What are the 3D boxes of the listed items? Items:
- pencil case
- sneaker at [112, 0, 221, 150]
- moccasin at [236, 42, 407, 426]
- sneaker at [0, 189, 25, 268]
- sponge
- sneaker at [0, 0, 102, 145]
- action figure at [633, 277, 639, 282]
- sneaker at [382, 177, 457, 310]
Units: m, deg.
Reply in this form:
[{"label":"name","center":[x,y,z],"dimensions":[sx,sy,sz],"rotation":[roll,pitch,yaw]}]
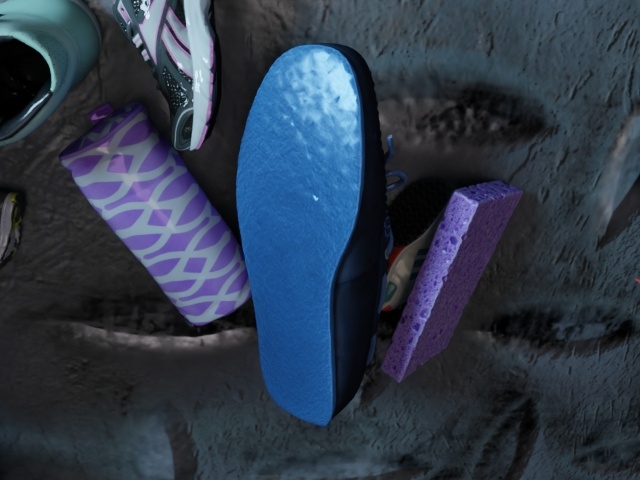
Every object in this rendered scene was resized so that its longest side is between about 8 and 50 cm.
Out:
[{"label":"pencil case","center":[-0.132,-0.018,0.469],"dimensions":[0.087,0.088,0.206],"rotation":[-24,121,6]},{"label":"sneaker","center":[-0.118,-0.160,0.411],"dimensions":[0.077,0.072,0.178],"rotation":[0,101,-4]},{"label":"moccasin","center":[0.000,0.000,0.484],"dimensions":[0.117,0.138,0.341],"rotation":[-30,133,-50]},{"label":"sneaker","center":[-0.289,-0.010,0.475],"dimensions":[0.035,0.031,0.083],"rotation":[22,108,-8]},{"label":"sponge","center":[0.135,0.041,0.558],"dimensions":[0.117,0.031,0.209],"rotation":[-14,130,-51]},{"label":"sneaker","center":[-0.279,-0.089,0.362],"dimensions":[0.256,0.151,0.094],"rotation":[-28,122,4]},{"label":"action figure","center":[0.421,0.005,0.642],"dimensions":[0.038,0.030,0.115],"rotation":[22,106,-28]},{"label":"sneaker","center":[0.099,0.009,0.564],"dimensions":[0.075,0.057,0.161],"rotation":[18,111,-42]}]
